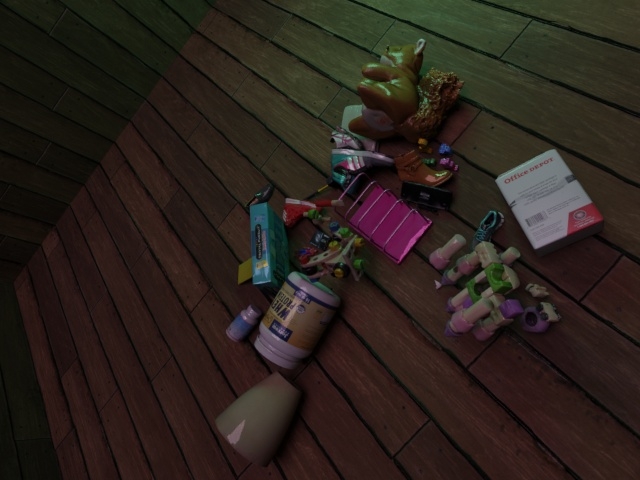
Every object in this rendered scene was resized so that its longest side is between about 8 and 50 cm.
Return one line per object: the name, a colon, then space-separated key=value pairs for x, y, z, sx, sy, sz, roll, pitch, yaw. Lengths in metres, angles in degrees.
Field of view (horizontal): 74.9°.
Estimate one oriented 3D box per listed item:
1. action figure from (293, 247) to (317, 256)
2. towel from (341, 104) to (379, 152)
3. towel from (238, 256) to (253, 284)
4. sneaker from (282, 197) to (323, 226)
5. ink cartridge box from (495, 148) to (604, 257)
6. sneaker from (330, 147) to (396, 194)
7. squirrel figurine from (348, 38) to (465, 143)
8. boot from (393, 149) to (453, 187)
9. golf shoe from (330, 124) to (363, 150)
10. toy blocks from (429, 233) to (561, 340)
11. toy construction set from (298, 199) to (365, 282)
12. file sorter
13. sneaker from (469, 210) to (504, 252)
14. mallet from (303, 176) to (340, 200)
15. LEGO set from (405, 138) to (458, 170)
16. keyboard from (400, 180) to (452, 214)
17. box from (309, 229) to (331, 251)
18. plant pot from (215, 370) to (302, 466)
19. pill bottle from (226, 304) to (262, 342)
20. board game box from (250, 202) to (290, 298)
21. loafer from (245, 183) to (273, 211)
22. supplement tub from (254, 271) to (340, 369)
action figure: x=-0.065 y=0.050 z=1.792 sx=0.115 sy=0.030 sz=0.038 roll=-7 pitch=65 yaw=28
towel: x=0.174 y=-0.464 z=1.811 sx=0.187 sy=0.049 sz=0.282 roll=3 pitch=76 yaw=31
towel: x=-0.305 y=0.121 z=1.877 sx=0.237 sy=0.021 sz=0.102 roll=-29 pitch=52 yaw=45
sneaker: x=-0.082 y=-0.111 z=1.838 sx=0.221 sy=0.087 sz=0.127 roll=15 pitch=90 yaw=47
ink cartridge box: x=0.708 y=-0.116 z=1.308 sx=0.197 sy=0.114 sz=0.272 roll=-29 pitch=61 yaw=22
sneaker: x=0.159 y=-0.272 z=1.687 sx=0.296 sy=0.124 sz=0.178 roll=14 pitch=99 yaw=37
squirrel figurine: x=0.347 y=-0.593 z=1.650 sx=0.397 sy=0.281 sz=0.370 roll=23 pitch=69 yaw=12
boot: x=0.375 y=-0.269 z=1.549 sx=0.197 sy=0.073 sz=0.152 roll=-15 pitch=109 yaw=30
golf shoe: x=0.111 y=-0.414 z=1.767 sx=0.085 sy=0.068 sz=0.186 roll=-57 pitch=46 yaw=14
toy blocks: x=0.491 y=0.180 z=1.310 sx=0.260 sy=0.309 sz=0.288 roll=123 pitch=147 yaw=-44
toy construction set: x=0.075 y=0.008 z=1.489 sx=0.237 sy=0.258 sz=0.308 roll=2 pitch=105 yaw=47
file sorter: x=0.223 y=-0.090 z=1.563 sx=0.202 sy=0.182 sz=0.291 roll=-52 pitch=54 yaw=6
sneaker: x=0.548 y=-0.032 z=1.402 sx=0.065 sy=0.076 sz=0.166 roll=30 pitch=90 yaw=37
mallet: x=-0.006 y=-0.221 z=1.828 sx=0.190 sy=0.062 sz=0.039 roll=-24 pitch=61 yaw=24
LEGO set: x=0.410 y=-0.334 z=1.586 sx=0.227 sy=0.093 sz=0.086 roll=15 pitch=82 yaw=35
keyboard: x=0.392 y=-0.160 z=1.558 sx=0.192 sy=0.038 sz=0.100 roll=20 pitch=113 yaw=28
box: x=0.000 y=0.000 z=1.772 sx=0.083 sy=0.018 sz=0.067 roll=28 pitch=90 yaw=36
plant pot: x=-0.202 y=0.637 z=1.558 sx=0.257 sy=0.256 sz=0.274 roll=32 pitch=76 yaw=36
pill bottle: x=-0.329 y=0.358 z=1.811 sx=0.160 sy=0.087 sz=0.087 roll=-50 pitch=55 yaw=8
board game box: x=-0.205 y=0.050 z=1.733 sx=0.079 sy=0.253 sz=0.335 roll=-11 pitch=67 yaw=11
loafer: x=-0.293 y=-0.206 z=2.003 sx=0.170 sy=0.061 sz=0.062 roll=-52 pitch=54 yaw=6
supplement tub: x=-0.091 y=0.303 z=1.595 sx=0.228 sy=0.228 sz=0.316 roll=31 pitch=91 yaw=36
